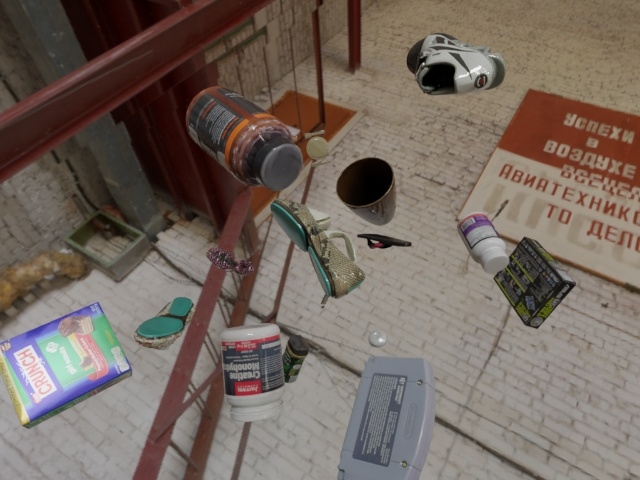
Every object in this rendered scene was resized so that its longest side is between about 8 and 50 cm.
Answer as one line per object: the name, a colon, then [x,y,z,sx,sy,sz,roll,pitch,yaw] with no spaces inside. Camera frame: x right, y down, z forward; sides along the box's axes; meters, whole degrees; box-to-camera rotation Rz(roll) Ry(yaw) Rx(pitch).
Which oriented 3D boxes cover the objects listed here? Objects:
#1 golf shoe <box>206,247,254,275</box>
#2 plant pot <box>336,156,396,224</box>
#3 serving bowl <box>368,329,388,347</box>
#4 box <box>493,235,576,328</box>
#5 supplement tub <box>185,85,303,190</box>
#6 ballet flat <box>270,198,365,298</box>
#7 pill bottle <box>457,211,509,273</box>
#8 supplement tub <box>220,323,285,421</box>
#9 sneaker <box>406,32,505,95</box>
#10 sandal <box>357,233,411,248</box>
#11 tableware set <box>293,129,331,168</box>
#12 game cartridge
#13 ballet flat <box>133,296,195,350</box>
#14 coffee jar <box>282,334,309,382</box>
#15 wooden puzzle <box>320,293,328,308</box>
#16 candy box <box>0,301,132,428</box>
golf shoe: [-0.342,0.086,1.570,0.186,0.067,0.086,29,-28,-29]
plant pot: [0.198,-0.155,1.598,0.215,0.215,0.230,16,-21,32]
serving bowl: [0.242,0.408,1.803,0.083,0.083,0.027,16,-38,32]
box: [0.760,0.146,1.542,0.060,0.270,0.216,15,-60,-15]
supplement tub: [-0.111,-0.148,0.629,0.198,0.106,0.106,41,-25,36]
ballet flat: [0.000,0.000,1.518,0.482,0.182,0.164,53,-22,36]
pill bottle: [0.519,0.007,1.358,0.108,0.193,0.108,-5,-45,-5]
supplement tub: [-0.213,0.410,1.357,0.191,0.191,0.272,-14,-100,52]
sneaker: [0.284,-0.432,1.064,0.330,0.146,0.122,48,-22,55]
sandal: [0.168,0.009,1.176,0.179,0.067,0.040,15,-75,45]
tableware set: [-0.065,-0.342,1.643,0.039,0.194,0.128,-119,-164,-76]
game cartridge: [0.160,0.415,0.982,0.198,0.297,0.062,-6,-40,38]
ballet flat: [-0.341,0.199,0.957,0.091,0.241,0.077,15,-79,2]
coffee jar: [-0.109,0.468,1.695,0.096,0.079,0.184,50,-55,49]
wooden puzzle: [0.019,0.214,1.575,0.006,0.083,0.049,25,-1,19]
candy box: [-0.813,0.388,1.362,0.268,0.317,0.122,55,-32,15]
